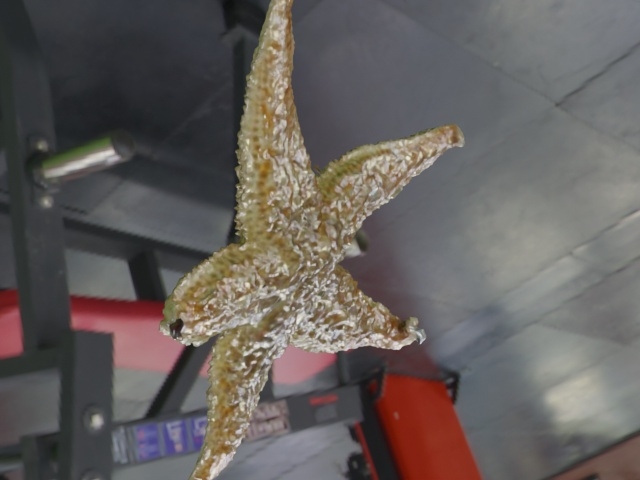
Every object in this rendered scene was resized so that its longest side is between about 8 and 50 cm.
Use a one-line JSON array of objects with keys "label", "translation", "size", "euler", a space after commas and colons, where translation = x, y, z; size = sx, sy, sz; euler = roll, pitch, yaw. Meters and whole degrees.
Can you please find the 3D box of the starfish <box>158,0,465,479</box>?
[{"label": "starfish", "translation": [-0.004, -0.002, 0.564], "size": [0.231, 0.048, 0.295], "euler": [-17, 122, -45]}]
